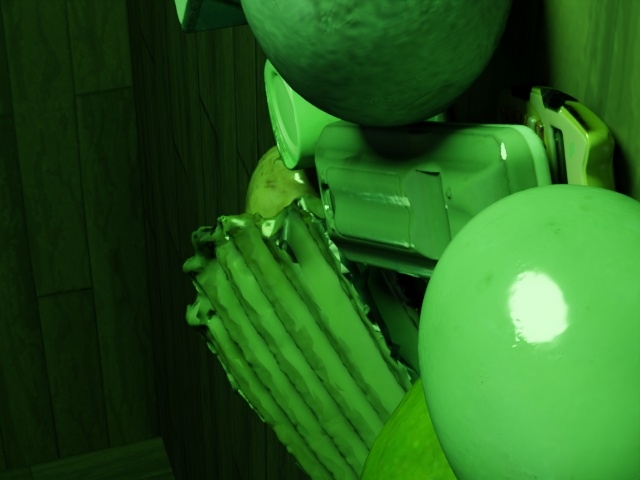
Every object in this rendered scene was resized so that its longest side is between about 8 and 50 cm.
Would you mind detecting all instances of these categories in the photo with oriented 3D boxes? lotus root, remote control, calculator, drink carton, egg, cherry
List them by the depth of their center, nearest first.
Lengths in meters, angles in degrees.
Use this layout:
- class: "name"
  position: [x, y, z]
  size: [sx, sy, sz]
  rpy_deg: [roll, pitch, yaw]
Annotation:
- class: "egg"
  position: [0.165, 0.084, 1.041]
  size: [0.282, 0.203, 0.203]
  rpy_deg: [-108, 14, -48]
- class: "calculator"
  position: [0.175, -0.039, 1.280]
  size: [0.236, 0.033, 0.157]
  rpy_deg: [-138, 38, -72]
- class: "cherry"
  position: [0.042, -0.214, 1.303]
  size: [0.296, 0.218, 0.255]
  rpy_deg: [75, 173, -57]
- class: "remote control"
  position: [0.080, -0.030, 1.363]
  size: [0.335, 0.065, 0.128]
  rpy_deg: [-169, 69, -66]
- class: "drink carton"
  position: [0.029, -0.132, 1.575]
  size: [0.146, 0.142, 0.144]
  rpy_deg: [168, 92, -78]
- class: "lotus root"
  position: [0.000, 0.000, 1.757]
  size: [0.146, 0.160, 0.284]
  rpy_deg: [-107, 12, -49]

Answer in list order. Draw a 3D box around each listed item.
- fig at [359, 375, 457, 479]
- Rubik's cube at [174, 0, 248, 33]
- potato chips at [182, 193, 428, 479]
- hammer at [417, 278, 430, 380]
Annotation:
- class: "fig"
  position: [0.160, 0.173, 1.264]
  size: [0.314, 0.233, 0.233]
  rpy_deg: [-41, -47, -53]
- class: "Rubik's cube"
  position: [-0.041, -0.330, 1.569]
  size: [0.205, 0.205, 0.207]
  rpy_deg: [121, 136, -70]
- class: "potato chips"
  position: [0.031, 0.145, 1.670]
  size: [0.429, 0.070, 0.358]
  rpy_deg: [56, 144, -2]
- class: "hammer"
  position: [0.108, 0.076, 1.479]
  size: [0.116, 0.069, 0.194]
  rpy_deg: [-134, 53, -63]
